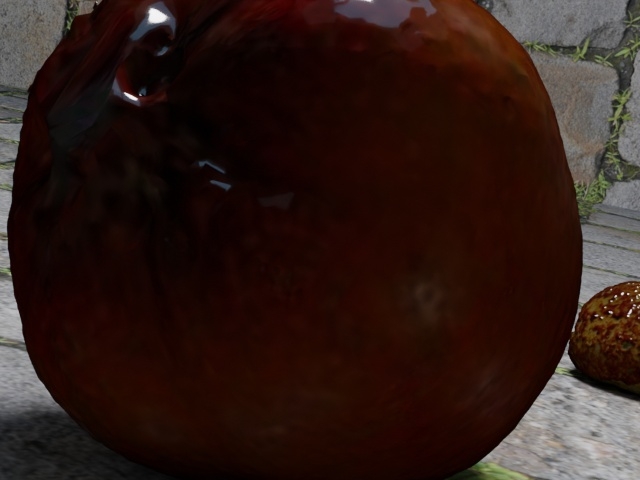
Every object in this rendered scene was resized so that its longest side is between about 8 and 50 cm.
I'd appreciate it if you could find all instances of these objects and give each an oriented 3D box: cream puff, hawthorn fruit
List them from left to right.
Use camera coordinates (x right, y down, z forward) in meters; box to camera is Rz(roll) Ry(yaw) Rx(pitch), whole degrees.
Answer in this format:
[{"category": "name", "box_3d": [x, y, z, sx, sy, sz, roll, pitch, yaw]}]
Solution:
[{"category": "hawthorn fruit", "box_3d": [-0.003, 0.000, 0.690, 0.311, 0.295, 0.295, 33, -2, -23]}, {"category": "cream puff", "box_3d": [0.276, 0.079, 1.108, 0.149, 0.084, 0.149, 10, 10, -2]}]

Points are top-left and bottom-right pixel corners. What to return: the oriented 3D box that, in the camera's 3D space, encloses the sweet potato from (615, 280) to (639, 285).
[{"category": "sweet potato", "box_3d": [0.317, 0.068, 1.336, 0.065, 0.051, 0.218, 51, 0, -12]}]
